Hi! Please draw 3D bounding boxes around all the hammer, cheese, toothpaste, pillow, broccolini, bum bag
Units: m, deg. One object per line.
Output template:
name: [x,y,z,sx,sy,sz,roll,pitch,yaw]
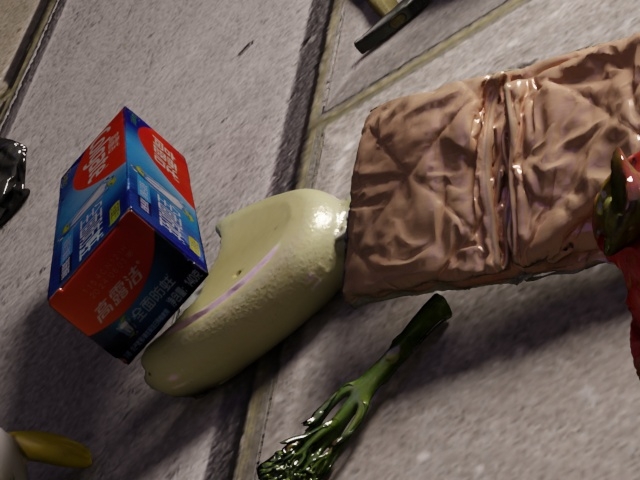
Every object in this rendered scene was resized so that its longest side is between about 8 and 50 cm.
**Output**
hammer: [0.031,-0.188,1.359,0.062,0.013,0.199,-40,25,6]
cheese: [0.001,0.001,1.059,0.235,0.050,0.127,-30,26,28]
toothpaste: [-0.126,-0.012,1.186,0.076,0.066,0.320,-48,15,6]
pillow: [0.100,-0.036,0.930,0.232,0.043,0.126,-13,63,40]
broccolini: [0.019,0.082,0.943,0.140,0.030,0.035,-47,-11,-20]
bum bag: [-0.290,-0.056,1.592,0.087,0.049,0.198,-67,25,5]

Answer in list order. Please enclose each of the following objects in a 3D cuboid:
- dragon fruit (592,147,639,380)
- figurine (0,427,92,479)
dragon fruit: [0.181,-0.007,0.688,0.172,0.160,0.166,28,97,64]
figurine: [-0.194,0.168,1.047,0.130,0.109,0.178,-19,30,0]
